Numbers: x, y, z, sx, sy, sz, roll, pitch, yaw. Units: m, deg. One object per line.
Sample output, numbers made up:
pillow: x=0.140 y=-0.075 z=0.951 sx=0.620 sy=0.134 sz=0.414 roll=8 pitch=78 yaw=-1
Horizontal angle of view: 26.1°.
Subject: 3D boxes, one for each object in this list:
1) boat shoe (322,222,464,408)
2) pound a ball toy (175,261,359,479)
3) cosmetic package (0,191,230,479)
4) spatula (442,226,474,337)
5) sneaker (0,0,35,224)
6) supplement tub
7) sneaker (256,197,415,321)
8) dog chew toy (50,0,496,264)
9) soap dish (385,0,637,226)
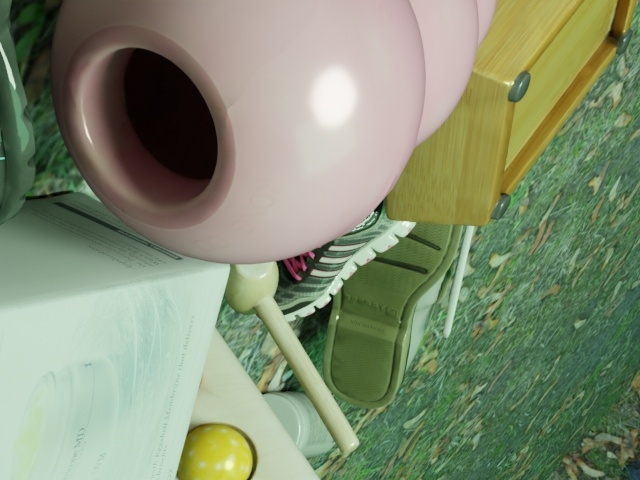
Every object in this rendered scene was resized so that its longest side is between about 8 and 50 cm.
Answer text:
boat shoe: x=0.071 y=0.016 z=1.300 sx=0.103 sy=0.113 sz=0.302 roll=-58 pitch=169 yaw=-53
pound a ball toy: x=-0.054 y=0.145 z=1.012 sx=0.208 sy=0.319 sz=0.136 roll=-26 pitch=150 yaw=-19
cosmetic package: x=-0.189 y=0.104 z=0.795 sx=0.224 sy=0.138 sz=0.224 roll=-10 pitch=120 yaw=-57
spatula: x=0.152 y=-0.036 z=1.324 sx=0.168 sy=0.019 sz=0.242 roll=-60 pitch=161 yaw=-77
sneaker: x=-0.191 y=-0.098 z=0.634 sx=0.106 sy=0.101 sz=0.267 roll=-15 pitch=145 yaw=-22
supplement tub: x=-0.029 y=0.188 z=1.397 sx=0.071 sy=0.071 sz=0.107 roll=-55 pitch=158 yaw=9
sneaker: x=0.000 y=0.000 z=1.177 sx=0.170 sy=0.063 sz=0.075 roll=-38 pitch=131 yaw=7
dog chew toy: x=-0.003 y=-0.123 z=0.811 sx=0.332 sy=0.206 sz=0.206 roll=-39 pitch=157 yaw=-49
soap dish: x=0.157 y=-0.166 z=1.098 sx=0.291 sy=0.118 sz=0.229 roll=-50 pitch=160 yaw=-26
